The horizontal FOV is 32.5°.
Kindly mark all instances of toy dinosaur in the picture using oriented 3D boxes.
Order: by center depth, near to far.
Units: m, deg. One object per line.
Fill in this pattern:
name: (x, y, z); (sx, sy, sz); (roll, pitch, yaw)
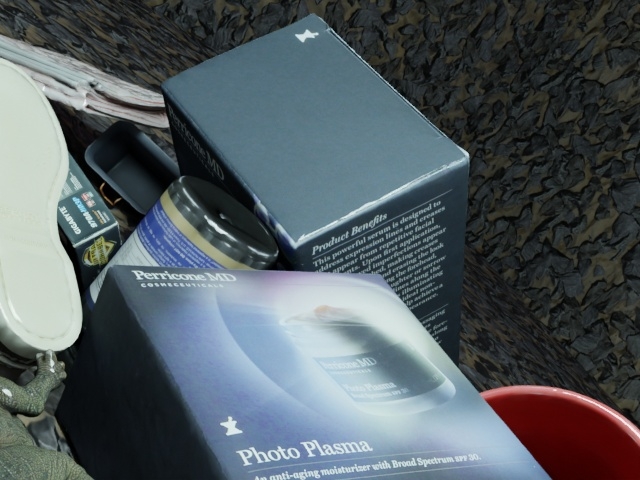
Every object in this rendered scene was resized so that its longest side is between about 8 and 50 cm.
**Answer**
toy dinosaur: (-0.229, 0.160, 0.767); (0.313, 0.121, 0.160); (51, 27, 23)

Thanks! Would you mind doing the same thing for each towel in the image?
towel: (-0.384, -0.234, 1.468); (0.332, 0.053, 0.317); (23, 5, 11)

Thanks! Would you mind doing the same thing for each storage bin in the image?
storage bin: (-0.259, -0.083, 1.534); (0.135, 0.098, 0.091); (42, -15, 9)

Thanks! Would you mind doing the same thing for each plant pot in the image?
plant pot: (0.216, 0.312, 1.115); (0.275, 0.275, 0.243); (48, -9, 29)

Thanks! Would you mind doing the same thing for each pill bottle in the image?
pill bottle: (-0.151, 0.055, 1.038); (0.123, 0.219, 0.123); (38, 13, -10)

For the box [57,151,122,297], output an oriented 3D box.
box: (-0.274, -0.036, 1.131); (0.220, 0.051, 0.175); (51, -23, 23)

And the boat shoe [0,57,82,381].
boat shoe: (-0.287, -0.023, 0.971); (0.117, 0.097, 0.324); (21, 42, -45)

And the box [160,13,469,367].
box: (0.000, 0.000, 1.276); (0.293, 0.212, 0.395); (49, -23, 37)

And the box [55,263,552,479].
box: (-0.023, 0.173, 0.917); (0.296, 0.182, 0.294); (3, 33, -37)
